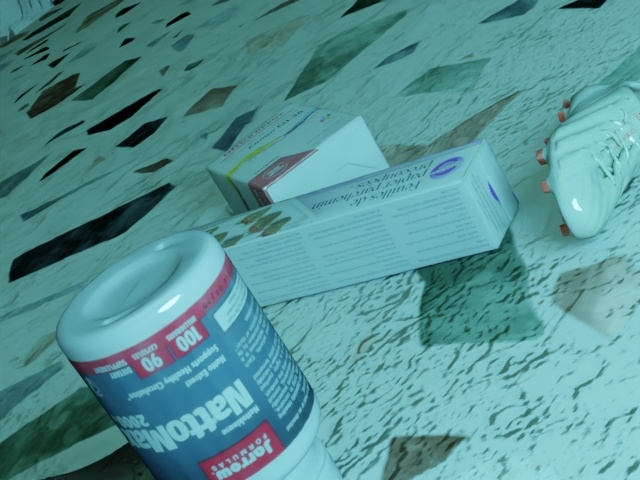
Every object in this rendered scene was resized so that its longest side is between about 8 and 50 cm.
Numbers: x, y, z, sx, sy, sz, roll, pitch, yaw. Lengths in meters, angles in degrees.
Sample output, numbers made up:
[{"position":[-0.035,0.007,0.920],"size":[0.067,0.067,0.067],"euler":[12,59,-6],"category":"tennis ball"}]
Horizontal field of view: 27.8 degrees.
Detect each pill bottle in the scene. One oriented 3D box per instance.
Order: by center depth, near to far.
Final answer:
[{"position":[-0.063,0.094,0.758],"size":[0.108,0.180,0.108],"euler":[-27,22,12],"category":"pill bottle"}]

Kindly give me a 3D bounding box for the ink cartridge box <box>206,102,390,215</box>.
[{"position":[-0.032,-0.070,1.229],"size":[0.115,0.067,0.198],"euler":[-38,22,-14],"category":"ink cartridge box"}]

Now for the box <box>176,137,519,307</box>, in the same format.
[{"position":[0.000,0.000,1.040],"size":[0.324,0.067,0.063],"euler":[-17,26,35],"category":"box"}]

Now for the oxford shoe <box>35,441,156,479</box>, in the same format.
[{"position":[-0.185,0.191,0.823],"size":[0.271,0.098,0.097],"euler":[-38,22,-16],"category":"oxford shoe"}]

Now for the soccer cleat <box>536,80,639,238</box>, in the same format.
[{"position":[0.203,-0.067,0.917],"size":[0.076,0.068,0.196],"euler":[-17,23,26],"category":"soccer cleat"}]
